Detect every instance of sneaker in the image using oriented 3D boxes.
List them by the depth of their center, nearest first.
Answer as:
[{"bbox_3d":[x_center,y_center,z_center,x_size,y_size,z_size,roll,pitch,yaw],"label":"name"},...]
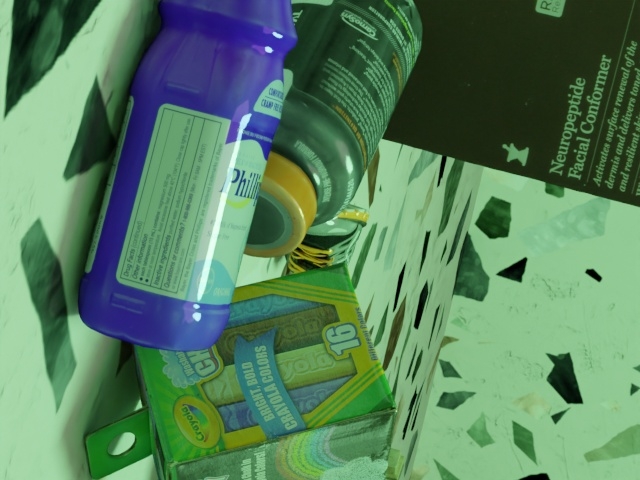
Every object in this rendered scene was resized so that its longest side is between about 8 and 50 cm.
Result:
[{"bbox_3d":[0.000,0.000,1.599,0.215,0.084,0.083,44,66,-79],"label":"sneaker"}]

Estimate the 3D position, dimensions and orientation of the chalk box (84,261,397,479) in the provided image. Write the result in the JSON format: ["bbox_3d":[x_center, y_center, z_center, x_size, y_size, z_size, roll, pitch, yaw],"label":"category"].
[{"bbox_3d":[-0.067,0.123,1.183,0.132,0.213,0.132,93,-18,-55],"label":"chalk box"}]

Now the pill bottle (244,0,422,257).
[{"bbox_3d":[-0.014,-0.099,1.238,0.130,0.130,0.246,94,15,-46],"label":"pill bottle"}]

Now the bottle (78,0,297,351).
[{"bbox_3d":[-0.077,-0.072,1.046,0.118,0.092,0.283,8,97,-78],"label":"bottle"}]

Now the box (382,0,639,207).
[{"bbox_3d":[0.168,-0.166,1.411,0.143,0.381,0.191,-41,145,-68],"label":"box"}]

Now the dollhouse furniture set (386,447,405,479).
[{"bbox_3d":[0.036,0.243,1.909,0.101,0.161,0.182,93,17,-50],"label":"dollhouse furniture set"}]
